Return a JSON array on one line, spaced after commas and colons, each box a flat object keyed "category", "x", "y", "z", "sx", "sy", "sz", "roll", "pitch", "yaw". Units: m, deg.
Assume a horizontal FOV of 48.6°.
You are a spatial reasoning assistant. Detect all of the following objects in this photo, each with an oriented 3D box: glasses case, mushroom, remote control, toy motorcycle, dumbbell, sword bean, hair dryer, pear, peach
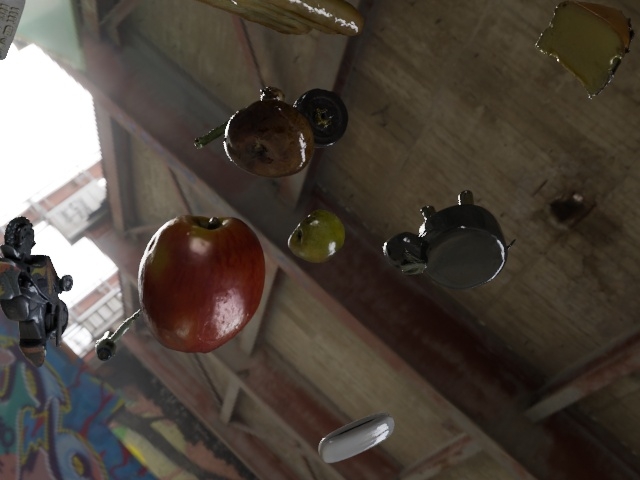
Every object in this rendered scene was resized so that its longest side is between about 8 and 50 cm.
[{"category": "glasses case", "x": 0.087, "y": 0.469, "z": 1.690, "sx": 0.049, "sy": 0.197, "sz": 0.076, "roll": 47, "pitch": -30, "yaw": 49}, {"category": "mushroom", "x": -0.130, "y": -0.308, "z": 2.072, "sx": 0.267, "sy": 0.254, "sz": 0.267, "roll": 38, "pitch": -25, "yaw": 21}, {"category": "remote control", "x": -0.681, "y": -0.469, "z": 1.503, "sx": 0.073, "sy": 0.044, "sz": 0.229, "roll": 12, "pitch": -34, "yaw": -31}, {"category": "toy motorcycle", "x": -0.604, "y": 0.107, "z": 1.465, "sx": 0.108, "sy": 0.173, "sz": 0.307, "roll": 0, "pitch": -55, "yaw": 13}, {"category": "dumbbell", "x": -0.045, "y": -0.373, "z": 2.290, "sx": 0.185, "sy": 0.185, "sz": 0.388, "roll": 53, "pitch": -18, "yaw": -12}, {"category": "sword bean", "x": -0.331, "y": -0.347, "z": 2.277, "sx": 0.038, "sy": 0.269, "sz": 0.043, "roll": 26, "pitch": -58, "yaw": 8}, {"category": "hair dryer", "x": -0.624, "y": 0.276, "z": 2.195, "sx": 0.067, "sy": 0.199, "sz": 0.167, "roll": 41, "pitch": -10, "yaw": -19}, {"category": "pear", "x": 0.000, "y": 0.000, "z": 1.695, "sx": 0.104, "sy": 0.141, "sz": 0.141, "roll": 45, "pitch": -26, "yaw": 21}, {"category": "peach", "x": -0.230, "y": 0.085, "z": 1.385, "sx": 0.238, "sy": 0.280, "sz": 0.281, "roll": 8, "pitch": -34, "yaw": 2}]

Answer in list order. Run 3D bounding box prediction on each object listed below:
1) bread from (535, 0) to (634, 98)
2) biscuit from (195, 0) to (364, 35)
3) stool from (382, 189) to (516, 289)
[{"category": "bread", "x": 0.531, "y": -0.365, "z": 1.351, "sx": 0.160, "sy": 0.169, "sz": 0.140, "roll": 59, "pitch": -38, "yaw": 30}, {"category": "biscuit", "x": -0.092, "y": -0.415, "z": 1.215, "sx": 0.291, "sy": 0.062, "sz": 0.237, "roll": 10, "pitch": 6, "yaw": -39}, {"category": "stool", "x": 0.238, "y": -0.007, "z": 1.320, "sx": 0.228, "sy": 0.139, "sz": 0.153, "roll": 12, "pitch": -51, "yaw": -13}]
